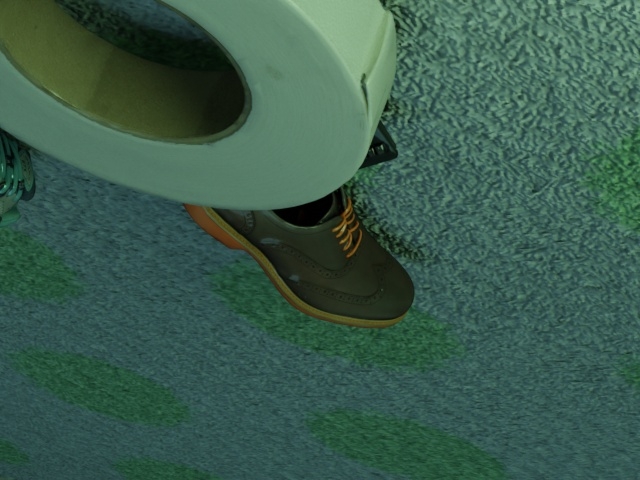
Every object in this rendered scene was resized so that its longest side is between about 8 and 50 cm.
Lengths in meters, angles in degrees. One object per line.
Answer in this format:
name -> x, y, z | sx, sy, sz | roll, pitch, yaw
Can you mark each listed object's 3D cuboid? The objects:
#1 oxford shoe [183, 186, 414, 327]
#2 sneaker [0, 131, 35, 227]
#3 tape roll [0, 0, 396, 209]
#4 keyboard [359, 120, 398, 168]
oxford shoe -> 0.000, 0.000, 1.691 | 0.271, 0.097, 0.098 | 32, 149, -33
sneaker -> -0.328, -0.081, 1.766 | 0.122, 0.110, 0.283 | 2, 163, -10
tape roll -> -0.135, -0.156, 1.381 | 0.392, 0.072, 0.392 | 16, 152, 9
keyboard -> -0.030, -0.089, 1.531 | 0.180, 0.023, 0.108 | -15, 116, 41
